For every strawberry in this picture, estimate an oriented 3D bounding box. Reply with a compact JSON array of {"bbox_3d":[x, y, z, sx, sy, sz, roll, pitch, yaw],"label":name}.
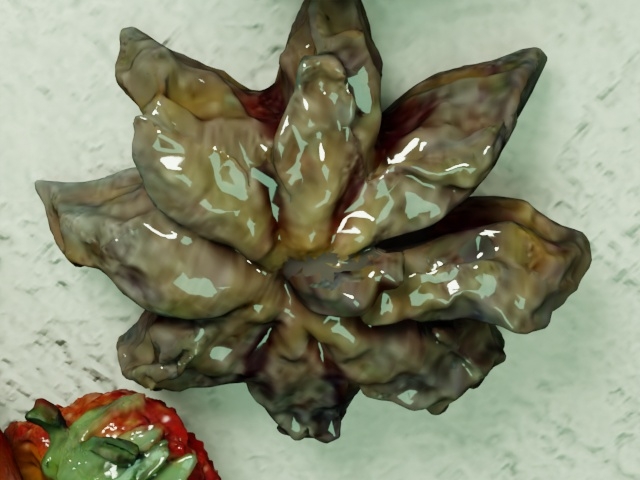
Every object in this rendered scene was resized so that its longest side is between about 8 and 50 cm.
[{"bbox_3d":[-0.081,0.138,0.848,0.085,0.140,0.192,-36,110,-23],"label":"strawberry"}]

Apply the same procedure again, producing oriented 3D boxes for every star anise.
[{"bbox_3d":[0.001,0.000,0.785,0.236,0.109,0.223,-19,115,7],"label":"star anise"}]

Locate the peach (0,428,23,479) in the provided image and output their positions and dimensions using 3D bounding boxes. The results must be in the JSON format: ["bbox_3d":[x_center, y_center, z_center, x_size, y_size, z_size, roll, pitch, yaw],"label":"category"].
[{"bbox_3d":[-0.244,0.189,0.729,0.281,0.338,0.281,1,132,1],"label":"peach"}]
